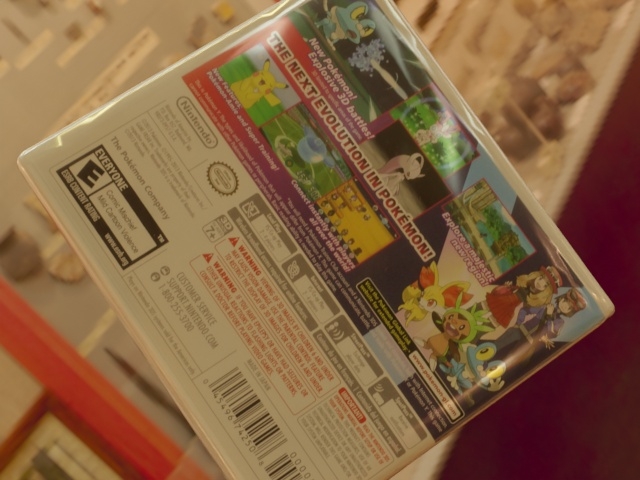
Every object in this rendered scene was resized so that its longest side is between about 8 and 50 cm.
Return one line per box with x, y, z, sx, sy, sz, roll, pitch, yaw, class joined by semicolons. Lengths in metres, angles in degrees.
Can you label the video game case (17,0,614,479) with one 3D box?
0.000;0.000;0.554;0.183;0.201;0.023;-33;-7;-15;video game case
